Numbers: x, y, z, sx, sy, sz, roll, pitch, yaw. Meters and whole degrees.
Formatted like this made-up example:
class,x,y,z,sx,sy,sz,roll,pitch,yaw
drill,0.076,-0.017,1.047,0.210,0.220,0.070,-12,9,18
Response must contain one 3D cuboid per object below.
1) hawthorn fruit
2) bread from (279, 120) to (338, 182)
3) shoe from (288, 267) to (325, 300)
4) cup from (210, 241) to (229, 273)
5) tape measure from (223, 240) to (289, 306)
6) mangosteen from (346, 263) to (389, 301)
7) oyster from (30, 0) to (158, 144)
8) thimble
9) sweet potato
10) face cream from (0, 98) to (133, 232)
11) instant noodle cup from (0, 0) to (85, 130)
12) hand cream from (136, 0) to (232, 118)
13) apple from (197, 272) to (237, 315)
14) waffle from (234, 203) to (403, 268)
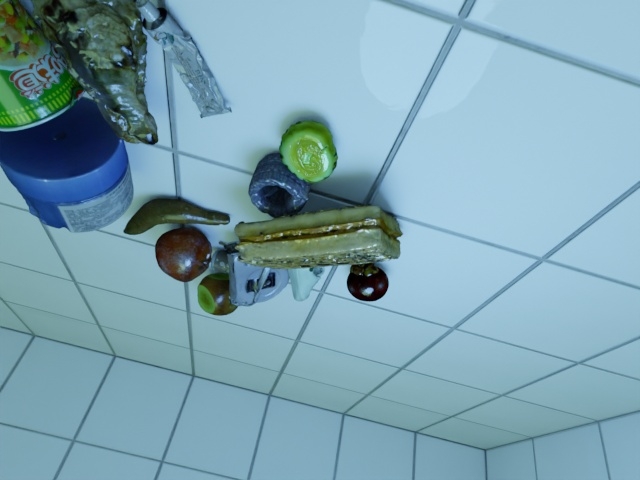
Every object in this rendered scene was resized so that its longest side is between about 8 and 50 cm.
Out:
class,x,y,z,sx,sy,sz,roll,pitch,yaw
hawthorn fruit,-0.423,0.038,1.288,0.173,0.172,0.172,8,144,6
bread,-0.023,-0.195,0.915,0.130,0.071,0.139,-25,120,30
shoe,-0.038,0.118,1.336,0.110,0.095,0.264,-3,146,6
cup,-0.301,0.064,1.356,0.099,0.074,0.102,10,144,4
tape measure,-0.193,0.103,1.301,0.197,0.120,0.235,-10,128,-22
mangosteen,0.139,0.116,1.264,0.140,0.140,0.140,8,144,6
oyster,-0.417,-0.337,0.801,0.198,0.133,0.336,10,141,17
thimble,-0.096,-0.130,1.009,0.150,0.097,0.150,9,144,7
sweet potato,-0.437,-0.074,1.214,0.347,0.079,0.108,-4,148,10
face cream,-0.581,-0.168,0.979,0.249,0.248,0.225,16,145,-5
instant noodle cup,-0.591,-0.358,0.768,0.207,0.206,0.232,4,141,12
hand cream,-0.265,-0.345,0.811,0.084,0.050,0.257,-2,148,22
apple,-0.362,0.191,1.475,0.147,0.163,0.146,14,103,18
waffle,0.000,-0.001,1.058,0.377,0.113,0.261,-6,168,22
